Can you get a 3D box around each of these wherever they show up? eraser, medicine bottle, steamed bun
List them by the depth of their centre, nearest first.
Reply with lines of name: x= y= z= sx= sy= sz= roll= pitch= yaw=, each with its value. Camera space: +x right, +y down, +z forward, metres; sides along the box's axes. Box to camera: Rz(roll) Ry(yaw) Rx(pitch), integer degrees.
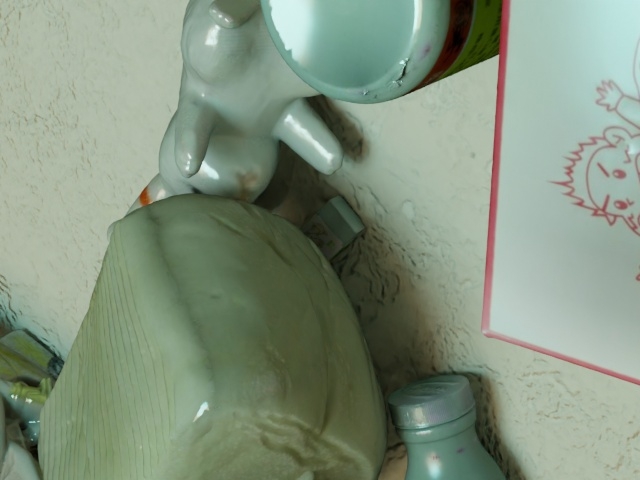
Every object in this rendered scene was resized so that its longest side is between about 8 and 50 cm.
medicine bottle: x=0.076 y=-0.178 z=0.995 sx=0.139 sy=0.225 sz=0.139 roll=17 pitch=118 yaw=33
medicine bottle: x=0.111 y=0.218 z=1.227 sx=0.090 sy=0.090 sz=0.217 roll=-6 pitch=104 yaw=41
steamed bun: x=-0.077 y=0.135 z=1.244 sx=0.383 sy=0.236 sz=0.247 roll=-59 pitch=39 yaw=46
eraser: x=0.000 y=0.000 z=1.274 sx=0.038 sy=0.019 sz=0.083 roll=52 pitch=132 yaw=8

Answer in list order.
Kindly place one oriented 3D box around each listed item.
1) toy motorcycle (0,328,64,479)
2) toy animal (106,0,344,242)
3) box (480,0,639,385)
toy motorcycle: x=-0.336 y=0.161 z=1.488 sx=0.340 sy=0.223 sz=0.108 roll=37 pitch=123 yaw=20
toy animal: x=-0.066 y=-0.080 z=1.210 sx=0.138 sy=0.140 sz=0.283 roll=55 pitch=133 yaw=50
box: x=0.290 y=-0.089 z=0.805 sx=0.312 sy=0.300 sz=0.314 roll=17 pitch=118 yaw=33
